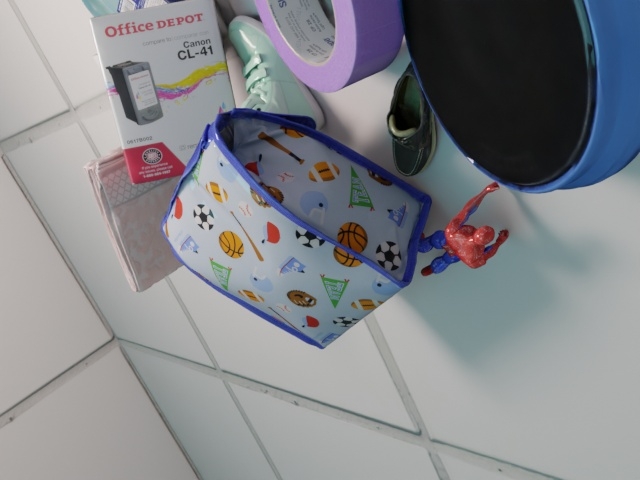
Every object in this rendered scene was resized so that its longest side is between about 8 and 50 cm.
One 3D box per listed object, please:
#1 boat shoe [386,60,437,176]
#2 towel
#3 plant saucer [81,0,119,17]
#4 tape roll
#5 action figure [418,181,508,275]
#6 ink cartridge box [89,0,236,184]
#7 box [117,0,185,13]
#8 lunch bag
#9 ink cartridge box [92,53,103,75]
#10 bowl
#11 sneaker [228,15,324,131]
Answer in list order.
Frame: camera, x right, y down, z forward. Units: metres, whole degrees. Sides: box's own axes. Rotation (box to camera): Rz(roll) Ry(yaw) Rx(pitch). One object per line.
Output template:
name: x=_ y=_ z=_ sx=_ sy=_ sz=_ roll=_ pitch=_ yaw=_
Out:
boat shoe: x=0.135 y=-0.183 z=1.057 sx=0.080 sy=0.073 sz=0.223 roll=37 pitch=145 yaw=26
towel: x=-0.314 y=-0.092 z=1.503 sx=0.053 sy=0.332 sz=0.317 roll=23 pitch=137 yaw=41
plant saucer: x=-0.468 y=-0.600 z=1.482 sx=0.318 sy=0.044 sz=0.317 roll=34 pitch=143 yaw=30
tape roll: x=0.002 y=-0.359 z=0.998 sx=0.275 sy=0.090 sz=0.274 roll=46 pitch=153 yaw=32
action figure: x=0.234 y=-0.014 z=1.095 sx=0.091 sy=0.139 sz=0.280 roll=51 pitch=171 yaw=-1
ink cartridge box: x=-0.278 y=-0.280 z=1.292 sx=0.131 sy=0.226 sz=0.306 roll=-118 pitch=16 yaw=-70
box: x=-0.301 y=-0.438 z=1.390 sx=0.225 sy=0.036 sz=0.136 roll=39 pitch=150 yaw=-7
lunch bag: x=-0.061 y=-0.030 z=1.190 sx=0.385 sy=0.239 sz=0.328 roll=28 pitch=141 yaw=-11
ink cartridge box: x=-0.424 y=-0.416 z=1.541 sx=0.150 sy=0.109 sz=0.063 roll=7 pitch=130 yaw=51
bowl: x=0.210 y=-0.232 z=0.778 sx=0.391 sy=0.077 sz=0.391 roll=58 pitch=165 yaw=27
sneaker: x=-0.119 y=-0.276 z=1.230 sx=0.256 sy=0.151 sz=0.094 roll=55 pitch=151 yaw=1
